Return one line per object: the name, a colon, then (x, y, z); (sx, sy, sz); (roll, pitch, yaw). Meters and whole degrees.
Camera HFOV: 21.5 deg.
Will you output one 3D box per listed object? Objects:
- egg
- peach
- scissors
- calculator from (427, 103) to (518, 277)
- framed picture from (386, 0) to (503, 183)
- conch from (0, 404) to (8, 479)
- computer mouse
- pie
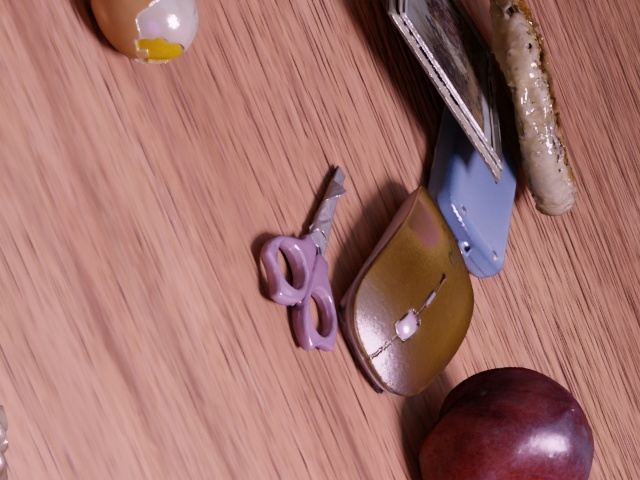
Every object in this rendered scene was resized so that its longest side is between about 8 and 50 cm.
egg: (-0.128, -0.168, 1.209); (0.083, 0.071, 0.071); (37, 44, -44)
peach: (0.165, 0.176, 1.469); (0.152, 0.152, 0.152); (39, 42, -47)
scissors: (-0.001, 0.000, 1.399); (0.110, 0.021, 0.212); (59, 31, -28)
calculator: (0.153, -0.055, 1.694); (0.121, 0.039, 0.210); (51, 34, -30)
framed picture: (0.127, -0.205, 1.688); (0.217, 0.017, 0.274); (53, 21, -27)
conch: (-0.243, 0.201, 0.657); (0.352, 0.210, 0.297); (-40, 96, -15)
computer mouse: (0.086, 0.041, 1.500); (0.126, 0.056, 0.245); (63, 30, -16)
pie: (0.224, -0.158, 1.805); (0.274, 0.055, 0.274); (-14, 90, -80)
